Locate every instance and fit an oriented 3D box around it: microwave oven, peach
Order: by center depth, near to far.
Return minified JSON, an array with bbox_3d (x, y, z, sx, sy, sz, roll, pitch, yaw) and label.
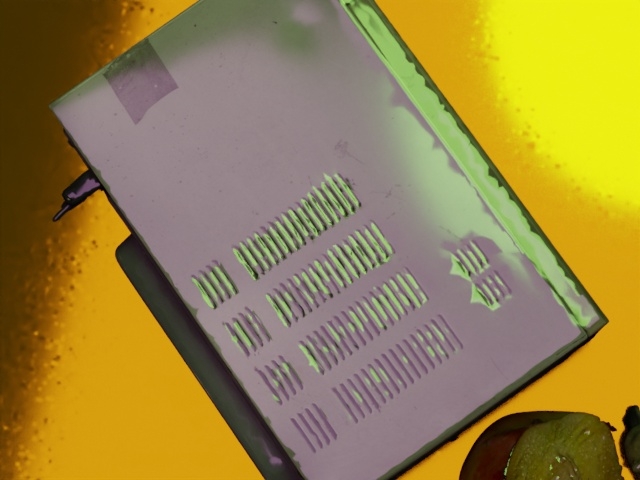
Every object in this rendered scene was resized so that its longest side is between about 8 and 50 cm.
[{"bbox_3d":[0.000,0.000,0.863,0.194,0.145,0.240,-36,82,2],"label":"microwave oven"},{"bbox_3d":[0.109,0.131,0.880,0.098,0.061,0.098,-3,95,-38],"label":"peach"}]

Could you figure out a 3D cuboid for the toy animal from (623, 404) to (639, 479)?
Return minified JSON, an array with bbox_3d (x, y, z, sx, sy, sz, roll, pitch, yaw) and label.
[{"bbox_3d":[0.239,0.167,0.854,0.101,0.103,0.219,-32,88,26],"label":"toy animal"}]
